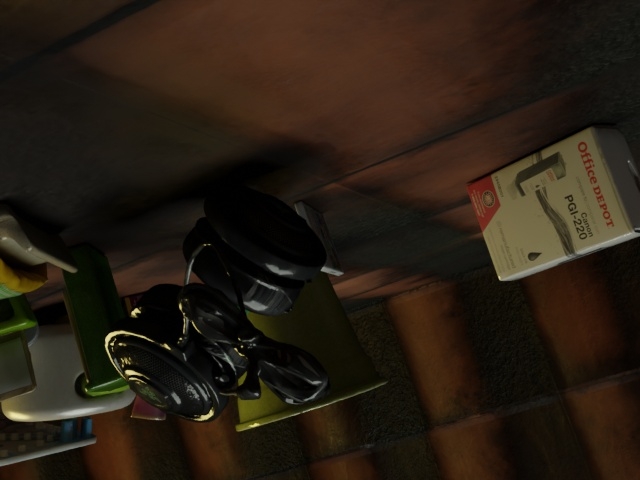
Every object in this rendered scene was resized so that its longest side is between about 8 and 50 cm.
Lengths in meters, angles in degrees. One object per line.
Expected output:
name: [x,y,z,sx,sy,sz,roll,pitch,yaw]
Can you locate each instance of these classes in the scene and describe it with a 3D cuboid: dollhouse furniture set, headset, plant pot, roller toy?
dollhouse furniture set: [-0.313,0.089,0.727,0.197,0.151,0.301,-17,170,-4]
headset: [-0.077,0.074,0.729,0.243,0.185,0.394,-55,179,-7]
plant pot: [-0.052,0.169,1.344,0.276,0.254,0.276,-18,171,-3]
roller toy: [-0.380,0.184,1.145,0.209,0.146,0.191,-5,175,-6]

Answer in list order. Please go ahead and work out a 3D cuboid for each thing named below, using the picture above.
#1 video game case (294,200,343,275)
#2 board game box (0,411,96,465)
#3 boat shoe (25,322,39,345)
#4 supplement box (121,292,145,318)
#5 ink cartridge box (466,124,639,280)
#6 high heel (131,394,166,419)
video game case: [0.000,0.000,0.975,0.011,0.087,0.122,-22,170,10]
board game box: [-0.692,0.355,1.421,0.390,0.050,0.390,2,180,34]
boat shoe: [-0.468,0.144,0.960,0.076,0.083,0.226,-27,168,38]
supplement box: [-0.271,0.106,1.221,0.083,0.043,0.055,-14,169,-24]
ink cartridge box: [0.340,-0.049,1.094,0.218,0.158,0.092,-26,167,40]
high heel: [-0.488,0.263,1.617,0.377,0.181,0.127,12,175,-20]
